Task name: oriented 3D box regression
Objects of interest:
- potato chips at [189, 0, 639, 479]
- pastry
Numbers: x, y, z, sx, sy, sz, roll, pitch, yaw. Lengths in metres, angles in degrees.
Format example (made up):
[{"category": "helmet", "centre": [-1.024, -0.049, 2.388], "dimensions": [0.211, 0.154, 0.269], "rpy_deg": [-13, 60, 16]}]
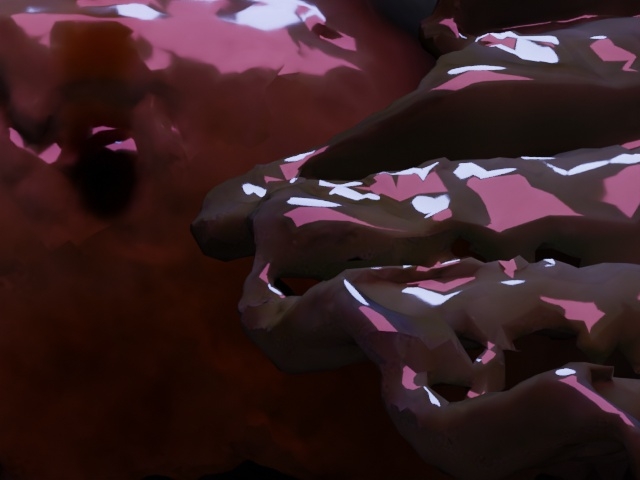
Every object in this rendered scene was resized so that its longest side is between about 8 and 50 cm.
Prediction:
[{"category": "potato chips", "centre": [0.173, 0.000, 0.483], "dimensions": [0.389, 0.097, 0.373], "rpy_deg": [22, 36, -9]}, {"category": "pastry", "centre": [-0.016, -0.017, 0.584], "dimensions": [0.256, 0.170, 0.237], "rpy_deg": [11, 15, -2]}]
